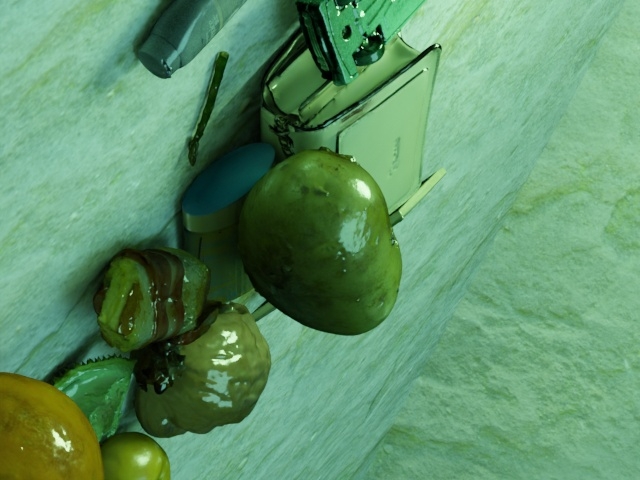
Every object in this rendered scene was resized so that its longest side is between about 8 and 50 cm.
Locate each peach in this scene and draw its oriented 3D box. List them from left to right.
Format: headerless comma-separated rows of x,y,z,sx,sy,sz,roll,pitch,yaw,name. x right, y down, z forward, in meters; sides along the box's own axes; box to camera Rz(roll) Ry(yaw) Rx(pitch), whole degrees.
-0.290,0.358,2.210,0.179,0.103,0.179,-44,159,-22,peach

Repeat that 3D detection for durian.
-0.306,0.224,1.894,0.086,0.100,0.215,84,27,-59,durian

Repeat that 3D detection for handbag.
0.019,-0.138,2.078,0.236,0.160,0.359,-44,159,-23,handbag

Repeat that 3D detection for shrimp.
-0.185,0.136,1.998,0.152,0.063,0.287,-37,-171,-2,shrimp

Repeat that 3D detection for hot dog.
-0.222,0.070,1.871,0.261,0.093,0.123,-3,101,-71,hot dog

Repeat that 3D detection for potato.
0.000,0.000,1.922,0.173,0.210,0.307,-56,159,-25,potato

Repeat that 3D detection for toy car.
0.080,-0.338,1.922,0.321,0.097,0.141,-50,138,-29,toy car

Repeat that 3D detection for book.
0.044,0.007,2.383,0.322,0.018,0.228,-36,-177,30,book

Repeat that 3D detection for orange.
-0.349,0.281,1.614,0.284,0.226,0.284,-159,-90,-88,orange

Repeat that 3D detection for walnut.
-0.158,0.192,2.224,0.238,0.141,0.204,-51,159,-28,walnut

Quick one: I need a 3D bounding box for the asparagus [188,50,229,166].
-0.136,-0.157,1.830,0.016,0.016,0.163,-81,-169,-55,asparagus

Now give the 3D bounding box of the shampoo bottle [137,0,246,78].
-0.106,-0.267,1.634,0.234,0.049,0.087,-51,165,-20,shampoo bottle

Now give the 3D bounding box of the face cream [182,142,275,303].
-0.120,-0.016,2.034,0.139,0.067,0.285,-31,156,-19,face cream
